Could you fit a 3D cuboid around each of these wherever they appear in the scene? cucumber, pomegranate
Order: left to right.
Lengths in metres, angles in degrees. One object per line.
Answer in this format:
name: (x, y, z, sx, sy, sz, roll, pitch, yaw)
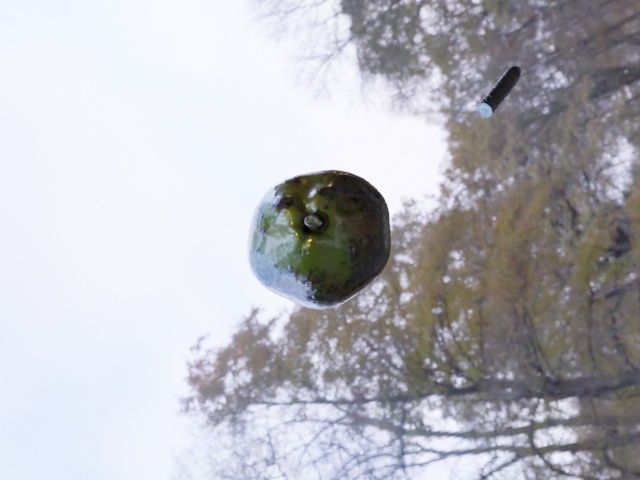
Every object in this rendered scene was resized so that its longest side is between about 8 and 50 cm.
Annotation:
pomegranate: (-0.001, -0.017, 1.336, 0.276, 0.221, 0.204, -83, -11, -67)
cucumber: (0.325, -0.271, 1.523, 0.133, 0.032, 0.032, -50, -63, -31)
